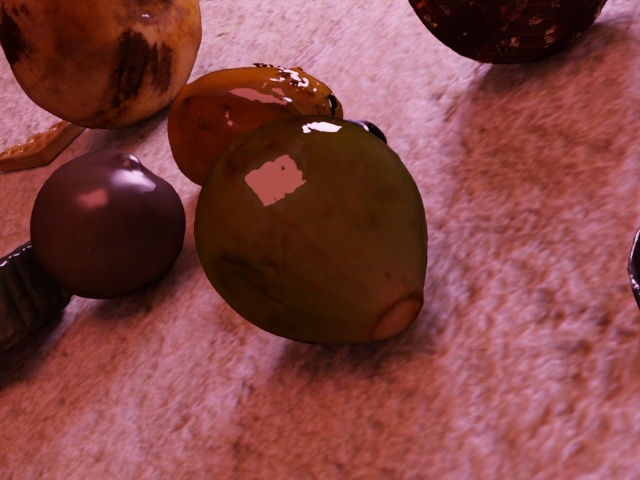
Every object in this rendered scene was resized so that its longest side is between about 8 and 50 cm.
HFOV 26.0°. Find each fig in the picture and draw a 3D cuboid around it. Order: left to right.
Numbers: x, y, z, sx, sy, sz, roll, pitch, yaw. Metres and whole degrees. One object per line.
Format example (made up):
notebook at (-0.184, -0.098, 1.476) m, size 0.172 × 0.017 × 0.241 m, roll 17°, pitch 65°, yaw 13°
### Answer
fig at (-0.007, -0.007, 1.233) m, size 0.207 × 0.207 × 0.230 m, roll -32°, pitch 24°, yaw 0°

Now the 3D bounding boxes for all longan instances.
longan at (-0.240, -0.017, 1.559) m, size 0.189 × 0.189 × 0.189 m, roll -26°, pitch 26°, yaw 13°

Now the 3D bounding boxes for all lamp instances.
lamp at (0.206, -0.308, 1.511) m, size 0.247 × 0.247 × 0.247 m, roll -26°, pitch 26°, yaw 13°

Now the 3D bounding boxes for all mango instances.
mango at (-0.084, -0.136, 1.650) m, size 0.248 × 0.151 × 0.156 m, roll 2°, pitch 72°, yaw 41°

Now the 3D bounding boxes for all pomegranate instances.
pomegranate at (-0.324, -0.322, 2.036) m, size 0.322 × 0.322 × 0.322 m, roll -26°, pitch 26°, yaw 13°

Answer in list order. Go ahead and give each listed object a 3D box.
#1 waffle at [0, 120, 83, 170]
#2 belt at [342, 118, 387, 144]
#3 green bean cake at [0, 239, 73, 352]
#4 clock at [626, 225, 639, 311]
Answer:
waffle at (-0.468, -0.156, 2.231) m, size 0.191 × 0.032 × 0.125 m, roll -3°, pitch 39°, yaw 44°
belt at (-0.013, -0.057, 1.471) m, size 0.190 × 0.082 × 0.141 m, roll -28°, pitch 31°, yaw 13°
green bean cake at (-0.396, 0.082, 1.606) m, size 0.185 × 0.094 × 0.183 m, roll -22°, pitch 11°, yaw 24°
clock at (0.365, -0.006, 0.972) m, size 0.312 × 0.061 × 0.312 m, roll -26°, pitch 25°, yaw 13°
